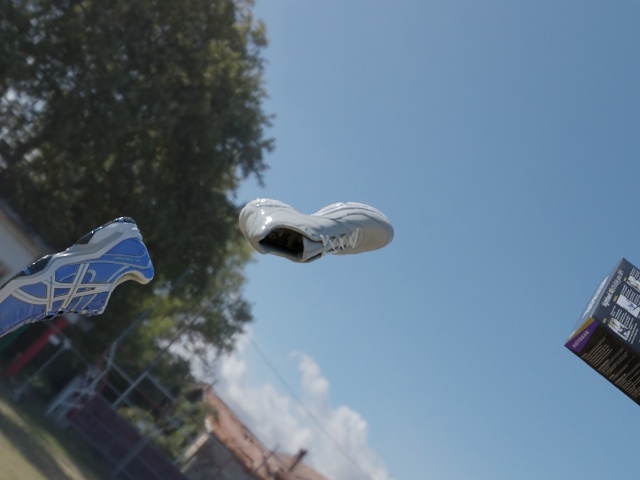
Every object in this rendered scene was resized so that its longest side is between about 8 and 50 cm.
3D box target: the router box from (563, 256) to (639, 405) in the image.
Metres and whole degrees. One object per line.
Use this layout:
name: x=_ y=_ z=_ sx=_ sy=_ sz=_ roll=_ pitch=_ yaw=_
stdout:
router box: x=0.593 y=0.179 z=1.520 sx=0.243 sy=0.309 sz=0.081 roll=40 pitch=-57 yaw=12

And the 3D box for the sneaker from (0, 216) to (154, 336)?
sneaker: x=-0.287 y=0.055 z=0.960 sx=0.081 sy=0.211 sz=0.080 roll=57 pitch=-17 yaw=2

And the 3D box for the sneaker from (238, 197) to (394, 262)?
sneaker: x=0.000 y=0.000 z=1.392 sx=0.121 sy=0.262 sz=0.099 roll=-112 pitch=-154 yaw=-60
